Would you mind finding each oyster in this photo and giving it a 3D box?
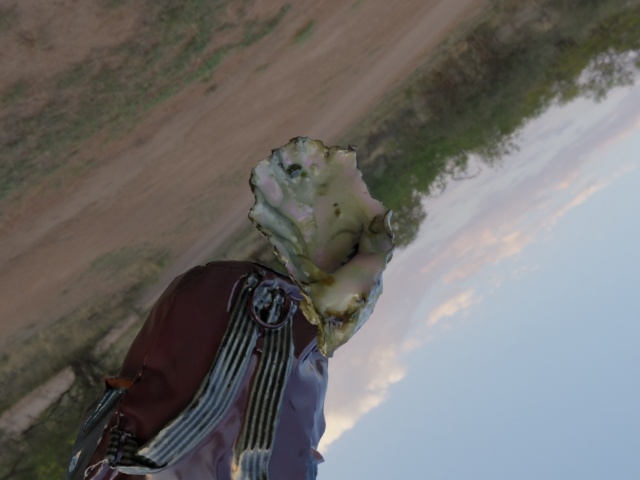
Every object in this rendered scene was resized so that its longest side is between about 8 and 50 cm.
[{"bbox_3d":[0.005,-0.006,0.570,0.133,0.209,0.072,-21,149,-26],"label":"oyster"}]

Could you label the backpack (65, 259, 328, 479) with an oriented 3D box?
[{"bbox_3d":[-0.109,0.181,0.754,0.317,0.283,0.197,-67,-166,-13],"label":"backpack"}]
